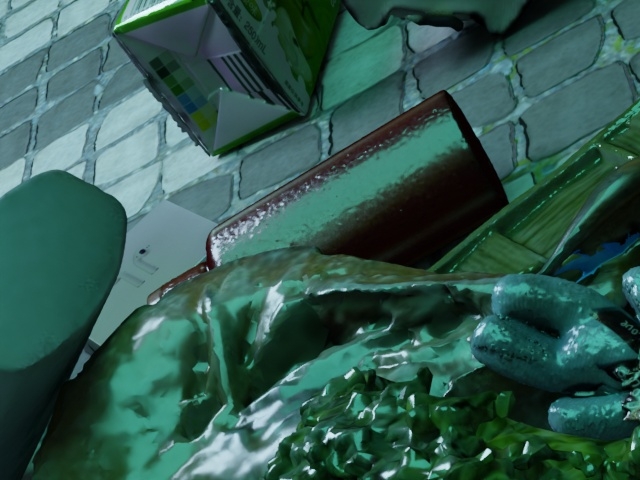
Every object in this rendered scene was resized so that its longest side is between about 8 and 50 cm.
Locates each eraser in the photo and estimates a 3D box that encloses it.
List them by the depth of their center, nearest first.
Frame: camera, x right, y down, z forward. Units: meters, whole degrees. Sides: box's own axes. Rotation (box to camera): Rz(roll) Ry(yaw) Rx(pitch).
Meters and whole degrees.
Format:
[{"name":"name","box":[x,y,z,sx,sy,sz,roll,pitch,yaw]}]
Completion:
[{"name":"eraser","box":[-0.231,0.109,1.280,0.290,0.104,0.189,-60,-2,39]}]

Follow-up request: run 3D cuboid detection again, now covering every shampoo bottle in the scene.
[{"name":"shampoo bottle","box":[0.000,0.000,1.362,0.260,0.064,0.102,-31,66,11]}]

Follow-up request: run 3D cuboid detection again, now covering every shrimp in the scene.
[{"name":"shrimp","box":[0.021,0.080,1.145,0.446,0.110,0.221,-26,59,11]}]

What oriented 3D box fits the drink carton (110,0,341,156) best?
[{"name":"drink carton","box":[-0.065,-0.214,1.691,0.108,0.161,0.271,-19,34,29]}]

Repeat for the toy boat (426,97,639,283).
[{"name":"toy boat","box":[0.189,-0.039,1.239,0.293,0.055,0.093,-41,27,-8]}]

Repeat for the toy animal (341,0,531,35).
[{"name":"toy animal","box":[0.096,-0.289,1.589,0.212,0.212,0.267,-28,25,16]}]

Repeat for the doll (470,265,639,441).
[{"name":"doll","box":[0.168,0.063,1.008,0.180,0.075,0.120,22,83,11]}]

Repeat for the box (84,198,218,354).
[{"name":"box","box":[-0.128,0.040,1.480,0.130,0.051,0.129,-43,29,-13]}]

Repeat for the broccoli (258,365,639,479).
[{"name":"broccoli","box":[0.092,0.203,0.824,0.375,0.302,0.249,142,150,-73]}]
